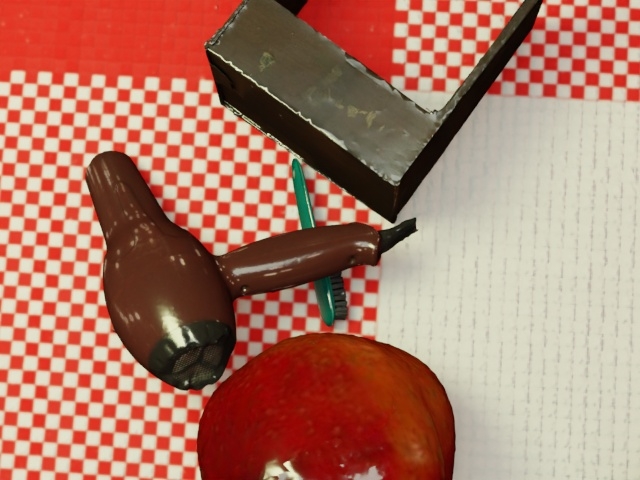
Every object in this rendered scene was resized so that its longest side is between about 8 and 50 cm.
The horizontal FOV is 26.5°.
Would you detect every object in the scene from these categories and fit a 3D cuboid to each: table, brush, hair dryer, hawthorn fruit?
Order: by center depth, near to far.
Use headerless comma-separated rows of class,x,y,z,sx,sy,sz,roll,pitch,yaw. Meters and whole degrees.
hawthorn fruit,0.012,0.247,1.338,0.265,0.265,0.307,-17,44,0
hair dryer,-0.070,-0.005,1.444,0.340,0.123,0.312,-15,48,-11
table,0.063,-0.215,1.460,0.251,0.196,0.282,35,82,8
brush,0.000,0.000,1.505,0.032,0.043,0.193,-8,79,-17

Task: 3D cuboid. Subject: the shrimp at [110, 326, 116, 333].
shrimp,-0.218,0.081,1.509,0.038,0.029,0.092,-14,75,9
